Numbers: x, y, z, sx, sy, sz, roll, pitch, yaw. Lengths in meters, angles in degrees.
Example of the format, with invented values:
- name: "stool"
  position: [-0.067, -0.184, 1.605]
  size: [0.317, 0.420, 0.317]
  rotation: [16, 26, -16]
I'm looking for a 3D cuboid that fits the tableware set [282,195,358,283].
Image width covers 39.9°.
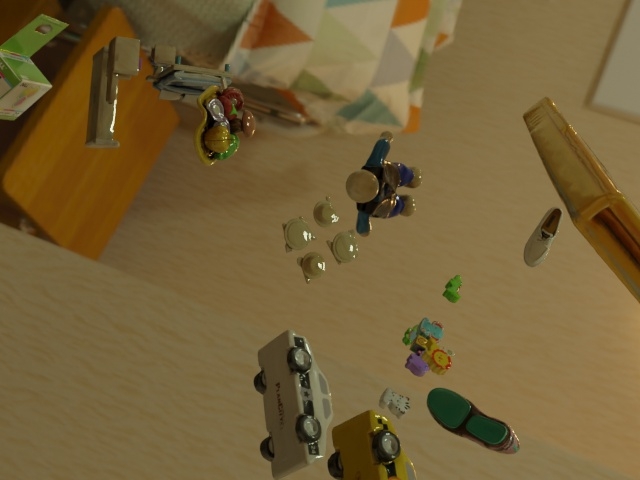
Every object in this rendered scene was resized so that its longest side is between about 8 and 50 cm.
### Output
- name: "tableware set"
  position: [0.000, 0.000, 1.776]
  size: [0.169, 0.020, 0.141]
  rotation: [-31, 104, -31]

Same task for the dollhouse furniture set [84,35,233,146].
- name: "dollhouse furniture set"
  position: [-0.312, -0.282, 1.839]
  size: [0.286, 0.304, 0.198]
  rotation: [-173, -92, -66]

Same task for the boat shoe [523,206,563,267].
- name: "boat shoe"
  position: [0.337, -0.006, 1.325]
  size: [0.100, 0.035, 0.035]
  rotation: [-59, 169, -2]

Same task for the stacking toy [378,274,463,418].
- name: "stacking toy"
  position: [0.182, 0.181, 1.500]
  size: [0.167, 0.052, 0.221]
  rotation: [-56, -176, 42]

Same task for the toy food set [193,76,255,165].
- name: "toy food set"
  position: [-0.164, -0.217, 1.597]
  size: [0.218, 0.071, 0.128]
  rotation: [-67, 153, -59]

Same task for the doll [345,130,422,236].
- name: "doll"
  position: [0.072, -0.066, 1.050]
  size: [0.189, 0.046, 0.129]
  rotation: [-8, 110, -67]

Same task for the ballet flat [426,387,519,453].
- name: "ballet flat"
  position: [0.294, 0.358, 1.701]
  size: [0.077, 0.221, 0.079]
  rotation: [-49, 127, -15]

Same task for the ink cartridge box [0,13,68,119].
- name: "ink cartridge box"
  position: [-0.683, -0.398, 2.042]
  size: [0.255, 0.097, 0.189]
  rotation: [-38, -178, 7]

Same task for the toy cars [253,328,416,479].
- name: "toy cars"
  position: [0.026, 0.261, 1.108]
  size: [0.087, 0.394, 0.176]
  rotation: [12, 105, -35]

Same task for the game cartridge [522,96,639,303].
- name: "game cartridge"
  position: [0.330, 0.003, 0.912]
  size: [0.053, 0.285, 0.323]
  rotation: [-38, -163, 20]
